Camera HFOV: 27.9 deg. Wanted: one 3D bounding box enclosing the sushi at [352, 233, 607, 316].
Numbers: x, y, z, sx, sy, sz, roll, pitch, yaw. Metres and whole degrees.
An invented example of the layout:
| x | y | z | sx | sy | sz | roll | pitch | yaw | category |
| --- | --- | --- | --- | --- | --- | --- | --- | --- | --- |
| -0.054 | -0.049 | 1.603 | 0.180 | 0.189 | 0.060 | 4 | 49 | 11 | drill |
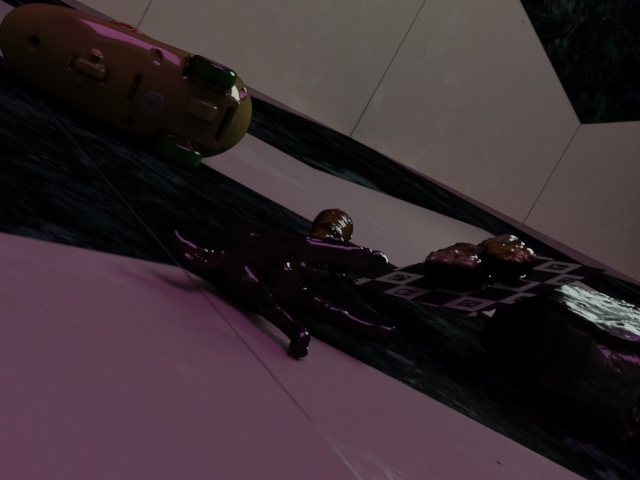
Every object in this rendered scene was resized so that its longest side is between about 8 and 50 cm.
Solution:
| x | y | z | sx | sy | sz | roll | pitch | yaw | category |
| --- | --- | --- | --- | --- | --- | --- | --- | --- | --- |
| 0.165 | 0.020 | 1.342 | 0.210 | 0.040 | 0.192 | -14 | 17 | -36 | sushi |

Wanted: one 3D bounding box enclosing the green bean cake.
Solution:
| x | y | z | sx | sy | sz | roll | pitch | yaw | category |
| --- | --- | --- | --- | --- | --- | --- | --- | --- | --- |
| 0.303 | 0.131 | 1.345 | 0.227 | 0.125 | 0.222 | 17 | 13 | -34 | green bean cake |

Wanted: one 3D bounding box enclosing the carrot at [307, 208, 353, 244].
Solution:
| x | y | z | sx | sy | sz | roll | pitch | yaw | category |
| --- | --- | --- | --- | --- | --- | --- | --- | --- | --- |
| 0.000 | 0.000 | 1.393 | 0.049 | 0.049 | 0.254 | 30 | 13 | 4 | carrot |

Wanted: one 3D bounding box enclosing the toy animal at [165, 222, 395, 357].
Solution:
| x | y | z | sx | sy | sz | roll | pitch | yaw | category |
| --- | --- | --- | --- | --- | --- | --- | --- | --- | --- |
| -0.027 | 0.032 | 1.039 | 0.148 | 0.084 | 0.232 | 14 | 6 | 30 | toy animal |

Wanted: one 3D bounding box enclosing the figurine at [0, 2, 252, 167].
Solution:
| x | y | z | sx | sy | sz | roll | pitch | yaw | category |
| --- | --- | --- | --- | --- | --- | --- | --- | --- | --- |
| -0.227 | -0.196 | 1.531 | 0.324 | 0.124 | 0.222 | 21 | 11 | -25 | figurine |
